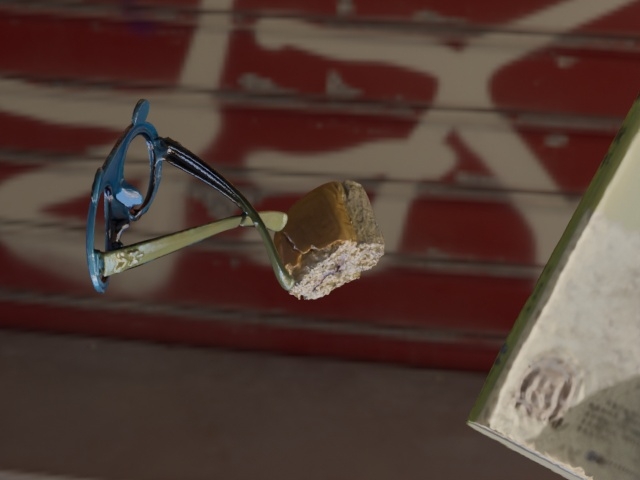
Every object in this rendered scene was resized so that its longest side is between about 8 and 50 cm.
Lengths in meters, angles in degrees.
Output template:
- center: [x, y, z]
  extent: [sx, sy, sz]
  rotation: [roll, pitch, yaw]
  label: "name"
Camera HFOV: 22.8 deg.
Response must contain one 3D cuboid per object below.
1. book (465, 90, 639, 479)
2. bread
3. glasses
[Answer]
- center: [0.271, 0.025, 1.144]
  extent: [0.239, 0.352, 0.035]
  rotation: [27, -178, -27]
  label: "book"
- center: [0.002, -0.001, 1.797]
  extent: [0.082, 0.125, 0.106]
  rotation: [10, -131, -46]
  label: "bread"
- center: [-0.122, -0.008, 1.453]
  extent: [0.207, 0.102, 0.239]
  rotation: [33, -151, -6]
  label: "glasses"
